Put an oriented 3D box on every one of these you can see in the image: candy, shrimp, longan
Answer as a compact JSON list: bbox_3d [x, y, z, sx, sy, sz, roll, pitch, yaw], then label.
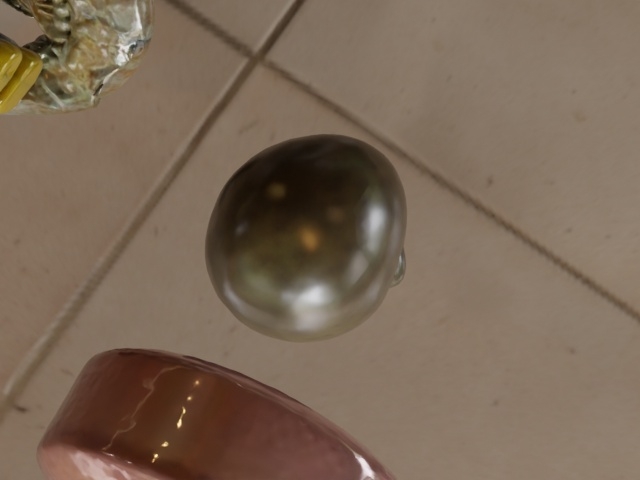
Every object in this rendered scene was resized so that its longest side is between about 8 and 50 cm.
[{"bbox_3d":[-0.054,0.166,0.912,0.255,0.255,0.094,28,66,-2],"label":"candy"},{"bbox_3d":[-0.334,-0.228,1.520,0.247,0.360,0.085,52,36,-24],"label":"shrimp"},{"bbox_3d":[0.000,0.000,1.212,0.204,0.159,0.185,19,110,-43],"label":"longan"}]

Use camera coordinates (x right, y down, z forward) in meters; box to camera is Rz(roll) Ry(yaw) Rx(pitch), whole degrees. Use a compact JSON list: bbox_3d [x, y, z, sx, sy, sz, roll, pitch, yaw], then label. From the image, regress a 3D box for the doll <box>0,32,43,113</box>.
[{"bbox_3d":[-0.302,-0.216,0.930,0.316,0.145,0.103,47,118,1],"label":"doll"}]
